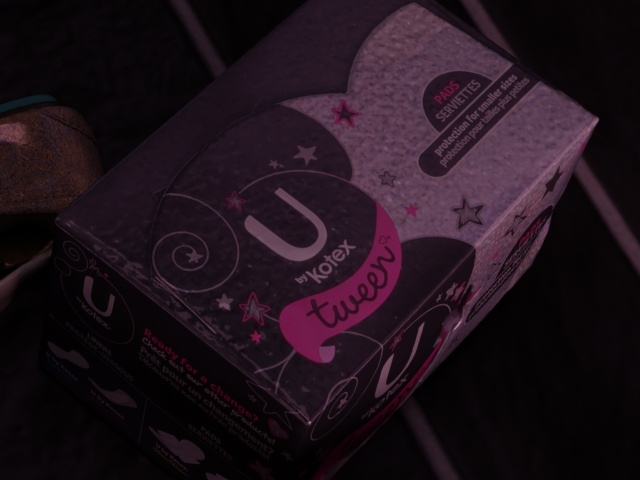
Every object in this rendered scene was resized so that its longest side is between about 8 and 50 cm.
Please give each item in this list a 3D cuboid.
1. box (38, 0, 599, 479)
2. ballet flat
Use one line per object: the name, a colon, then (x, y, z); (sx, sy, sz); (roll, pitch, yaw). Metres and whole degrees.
box: (0.000, 0.000, 0.957); (0.163, 0.142, 0.247); (37, 58, 14)
ballet flat: (-0.240, 0.018, 0.925); (0.316, 0.107, 0.106); (-22, 75, -23)
